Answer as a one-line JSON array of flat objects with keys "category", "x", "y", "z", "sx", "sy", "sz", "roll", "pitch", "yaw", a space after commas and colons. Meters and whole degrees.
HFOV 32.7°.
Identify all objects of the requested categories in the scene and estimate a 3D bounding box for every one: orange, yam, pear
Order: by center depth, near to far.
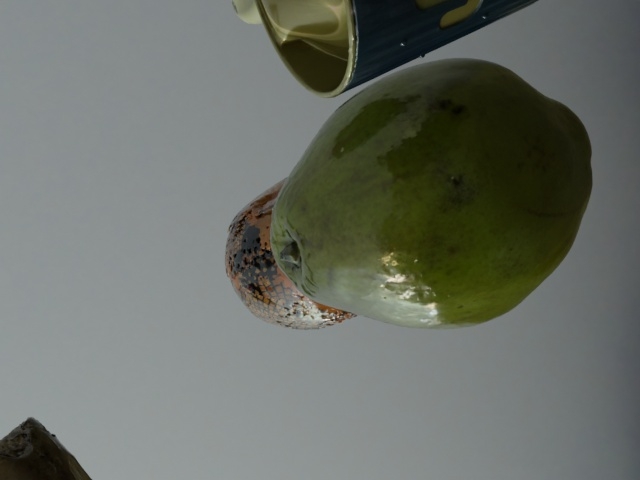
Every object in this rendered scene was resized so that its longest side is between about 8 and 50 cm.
[{"category": "pear", "x": 0.090, "y": -0.033, "z": 0.856, "sx": 0.212, "sy": 0.269, "sz": 0.212, "roll": 50, "pitch": 149, "yaw": 45}, {"category": "orange", "x": 0.000, "y": 0.000, "z": 1.274, "sx": 0.182, "sy": 0.234, "sz": 0.234, "roll": 51, "pitch": -146, "yaw": -19}, {"category": "yam", "x": -0.319, "y": 0.329, "z": 1.295, "sx": 0.238, "sy": 0.129, "sz": 0.128, "roll": 48, "pitch": 180, "yaw": 1}]

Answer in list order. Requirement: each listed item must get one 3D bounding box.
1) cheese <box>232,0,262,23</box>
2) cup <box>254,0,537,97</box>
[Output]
[{"category": "cheese", "x": -0.059, "y": -0.361, "z": 1.404, "sx": 0.251, "sy": 0.054, "sz": 0.127, "roll": -4, "pitch": 101, "yaw": 66}, {"category": "cup", "x": 0.048, "y": -0.187, "z": 0.636, "sx": 0.131, "sy": 0.155, "sz": 0.177, "roll": 44, "pitch": 148, "yaw": 46}]
